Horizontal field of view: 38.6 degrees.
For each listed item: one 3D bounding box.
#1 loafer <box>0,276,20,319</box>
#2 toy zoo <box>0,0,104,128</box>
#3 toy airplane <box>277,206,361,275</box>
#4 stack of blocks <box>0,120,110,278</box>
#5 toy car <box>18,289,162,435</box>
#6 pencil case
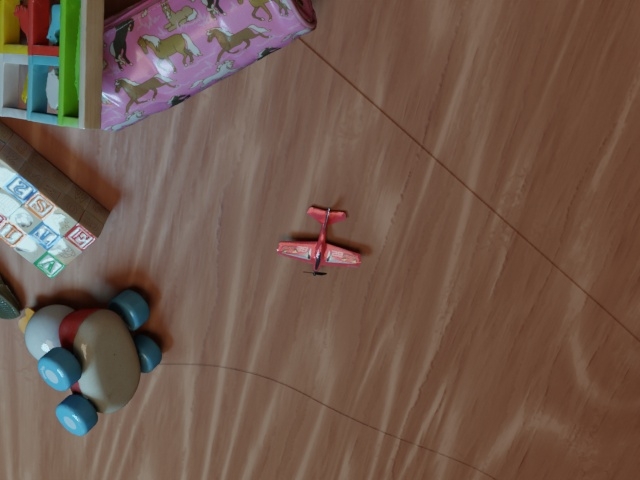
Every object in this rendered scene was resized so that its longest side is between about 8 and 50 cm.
[{"bbox_3d":[-0.601,0.092,1.688,0.056,0.050,0.148,-11,138,15],"label":"loafer"},{"bbox_3d":[-0.409,-0.269,1.331,0.293,0.030,0.192,14,104,43],"label":"toy zoo"},{"bbox_3d":[0.000,0.000,1.594,0.151,0.028,0.151,1,124,2],"label":"toy airplane"},{"bbox_3d":[-0.532,-0.072,1.548,0.171,0.087,0.297,-37,114,25],"label":"stack of blocks"},{"bbox_3d":[-0.461,0.200,1.692,0.238,0.219,0.210,14,130,30],"label":"toy car"},{"bbox_3d":[-0.194,-0.302,1.334,0.386,0.167,0.160,-23,89,18],"label":"pencil case"}]
